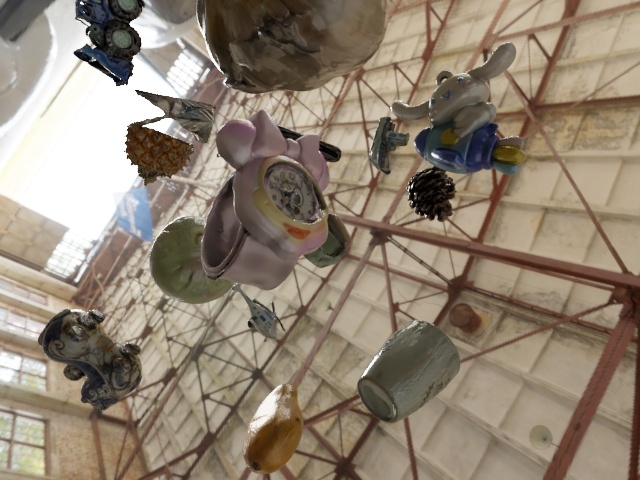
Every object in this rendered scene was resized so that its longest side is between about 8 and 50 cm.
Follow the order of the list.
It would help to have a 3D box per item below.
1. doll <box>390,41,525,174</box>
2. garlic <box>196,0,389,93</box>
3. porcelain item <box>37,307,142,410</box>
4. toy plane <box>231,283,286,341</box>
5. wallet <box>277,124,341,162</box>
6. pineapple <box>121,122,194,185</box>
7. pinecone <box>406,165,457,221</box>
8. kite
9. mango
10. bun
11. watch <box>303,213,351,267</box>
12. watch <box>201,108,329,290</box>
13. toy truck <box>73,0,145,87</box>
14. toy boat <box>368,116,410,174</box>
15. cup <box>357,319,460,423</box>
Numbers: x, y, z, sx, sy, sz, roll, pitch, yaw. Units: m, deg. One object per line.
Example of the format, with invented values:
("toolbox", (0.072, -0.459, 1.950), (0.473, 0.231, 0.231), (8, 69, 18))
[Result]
("doll", (0.397, -0.326, 1.270), (0.376, 0.187, 0.365), (-28, -108, 58))
("garlic", (-0.042, -0.355, 0.593), (0.322, 0.241, 0.321), (-1, -95, 16))
("porcelain item", (-0.624, 0.320, 1.199), (0.186, 0.288, 0.138), (-43, -166, 10))
("toy plane", (-0.247, 0.256, 1.666), (0.107, 0.273, 0.182), (-38, -172, -29))
("wallet", (-0.080, -0.210, 0.957), (0.318, 0.172, 0.045), (32, -75, 68))
("pineapple", (-0.413, -0.199, 1.103), (0.176, 0.162, 0.136), (1, 106, -83))
("pinecone", (0.414, -0.171, 1.634), (0.179, 0.184, 0.204), (-16, -143, -5))
("kite", (-0.423, -0.361, 1.272), (0.314, 0.335, 0.011), (-33, 152, -46))
("mango", (-0.124, 0.524, 1.237), (0.177, 0.120, 0.295), (-36, -175, 15))
("bun", (-0.374, 0.047, 1.327), (0.179, 0.283, 0.283), (123, -13, -67))
("watch", (0.000, 0.000, 1.952), (0.162, 0.241, 0.253), (-43, -116, 34))
("watch", (-0.112, -0.051, 0.729), (0.217, 0.211, 0.248), (-33, -130, 40))
("toy truck", (-0.467, -0.448, 0.968), (0.113, 0.126, 0.208), (19, -73, 50))
("toy boat", (0.243, -0.329, 1.566), (0.262, 0.115, 0.114), (98, 16, -59))
("cup", (0.208, 0.365, 1.161), (0.186, 0.234, 0.258), (43, -38, 22))
